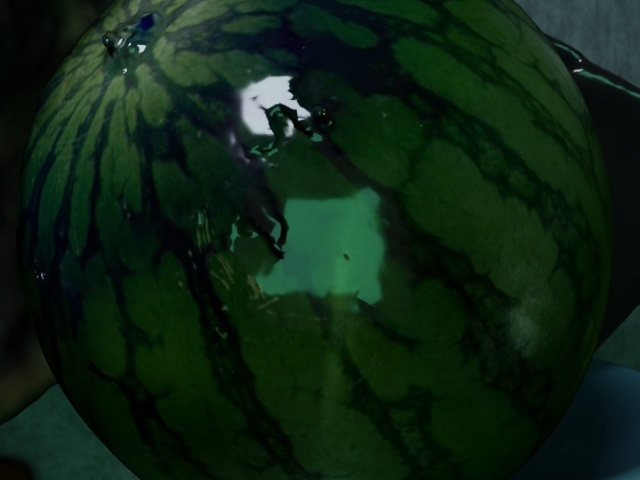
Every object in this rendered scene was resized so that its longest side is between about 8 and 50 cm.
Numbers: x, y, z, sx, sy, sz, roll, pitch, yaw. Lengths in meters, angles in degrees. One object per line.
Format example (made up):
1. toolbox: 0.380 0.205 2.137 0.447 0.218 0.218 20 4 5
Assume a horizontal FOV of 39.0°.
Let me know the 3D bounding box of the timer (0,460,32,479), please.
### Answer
1. timer: -0.337 0.334 0.747 0.161 0.250 0.257 1 101 -4

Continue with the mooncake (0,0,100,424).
1. mooncake: -0.295 -0.067 0.624 0.394 0.246 0.393 -41 84 34

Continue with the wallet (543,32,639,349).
1. wallet: 0.119 -0.050 0.687 0.323 0.041 0.247 31 131 3

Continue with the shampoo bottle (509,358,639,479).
1. shampoo bottle: 0.148 0.297 0.731 0.331 0.331 0.343 -7 101 -2

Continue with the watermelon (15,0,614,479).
1. watermelon: 0.000 0.000 0.524 0.363 0.363 0.363 -1 101 -4
